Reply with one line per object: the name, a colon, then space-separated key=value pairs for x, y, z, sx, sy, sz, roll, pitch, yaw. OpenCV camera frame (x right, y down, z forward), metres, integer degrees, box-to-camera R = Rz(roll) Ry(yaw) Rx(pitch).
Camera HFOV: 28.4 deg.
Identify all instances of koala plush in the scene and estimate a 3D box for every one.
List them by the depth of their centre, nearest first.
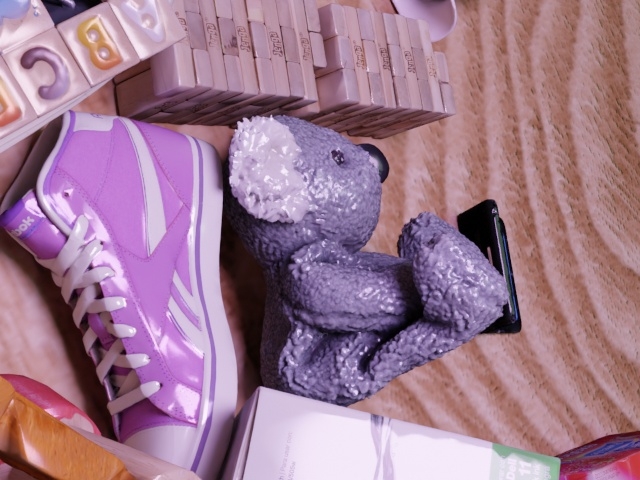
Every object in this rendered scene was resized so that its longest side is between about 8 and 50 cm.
koala plush: x=0.000 y=0.000 z=0.972 sx=0.221 sy=0.203 sz=0.196 roll=57 pitch=4 yaw=-6

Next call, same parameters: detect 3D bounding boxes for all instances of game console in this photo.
game console: x=0.181 y=0.026 z=1.242 sx=0.071 sy=0.107 sz=0.122 roll=-5 pitch=79 yaw=-20

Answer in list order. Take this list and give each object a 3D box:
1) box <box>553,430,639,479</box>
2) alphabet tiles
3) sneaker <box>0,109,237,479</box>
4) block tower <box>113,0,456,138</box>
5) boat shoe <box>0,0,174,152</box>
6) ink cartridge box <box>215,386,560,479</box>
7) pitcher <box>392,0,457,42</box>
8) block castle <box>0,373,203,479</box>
box: x=0.292 y=0.266 z=1.239 sx=0.257 sy=0.123 sz=0.128 roll=-6 pitch=82 yaw=-49
alphabet tiles: x=-0.199 y=-0.149 z=0.659 sx=0.237 sy=0.009 sz=0.198 roll=-38 pitch=104 yaw=-40
sneaker: x=-0.149 y=0.042 z=0.859 sx=0.161 sy=0.102 sz=0.282 roll=16 pitch=56 yaw=-39
block tower: x=-0.028 y=-0.145 z=1.052 sx=0.335 sy=0.097 sz=0.090 roll=0 pitch=77 yaw=-50
boat shoe: x=-0.265 y=-0.101 z=0.710 sx=0.500 sy=0.187 sz=0.156 roll=-40 pitch=113 yaw=-41
ink cartridge box: x=0.033 y=0.176 z=0.850 sx=0.208 sy=0.153 sz=0.086 roll=15 pitch=67 yaw=-9
pitcher: x=0.126 y=-0.317 z=1.270 sx=0.177 sy=0.125 sz=0.207 roll=50 pitch=55 yaw=-3
block castle: x=-0.273 y=0.220 z=0.525 sx=0.303 sy=0.213 sz=0.453 roll=43 pitch=66 yaw=-42
